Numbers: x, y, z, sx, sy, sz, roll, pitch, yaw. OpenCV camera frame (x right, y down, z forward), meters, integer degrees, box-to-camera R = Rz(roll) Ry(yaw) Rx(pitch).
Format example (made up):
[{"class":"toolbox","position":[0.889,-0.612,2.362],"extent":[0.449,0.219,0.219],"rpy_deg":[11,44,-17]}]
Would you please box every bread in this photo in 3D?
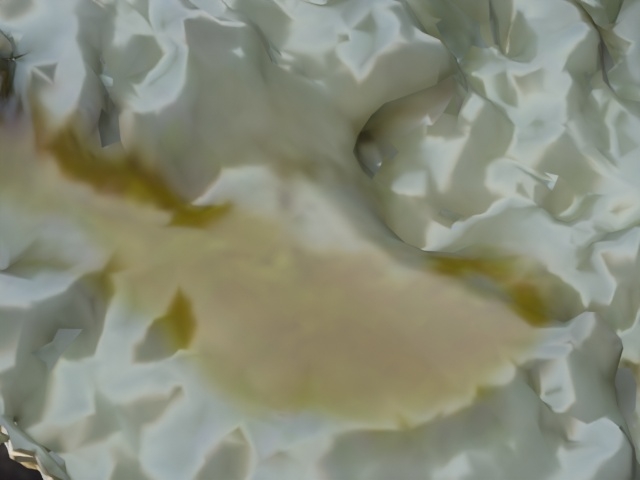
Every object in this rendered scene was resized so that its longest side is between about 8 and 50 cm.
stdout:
[{"class":"bread","position":[0.000,0.000,0.654],"extent":[0.250,0.361,0.394],"rpy_deg":[-53,-11,-9]}]
